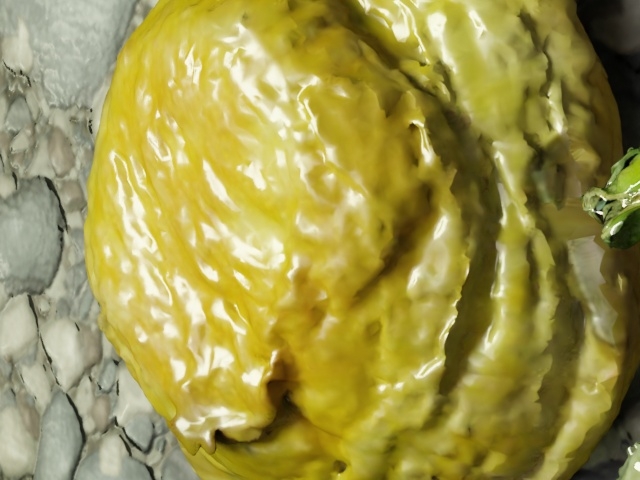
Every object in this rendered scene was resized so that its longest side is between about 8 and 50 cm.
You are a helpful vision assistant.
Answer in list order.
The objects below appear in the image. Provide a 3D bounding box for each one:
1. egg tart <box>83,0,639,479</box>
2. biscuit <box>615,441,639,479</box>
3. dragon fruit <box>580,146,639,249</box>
[{"bbox_3d":[0.000,0.000,0.775,0.351,0.153,0.340,-40,71,41],"label":"egg tart"},{"bbox_3d":[0.171,0.226,0.702,0.150,0.052,0.252,28,113,43],"label":"biscuit"},{"bbox_3d":[0.203,-0.043,0.578,0.236,0.137,0.135,-28,61,41],"label":"dragon fruit"}]
